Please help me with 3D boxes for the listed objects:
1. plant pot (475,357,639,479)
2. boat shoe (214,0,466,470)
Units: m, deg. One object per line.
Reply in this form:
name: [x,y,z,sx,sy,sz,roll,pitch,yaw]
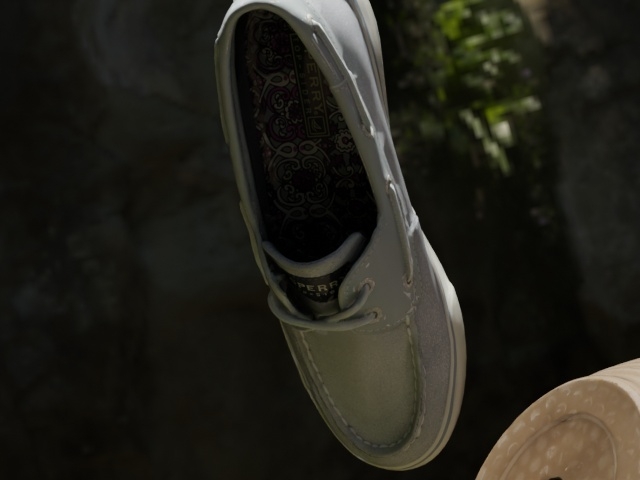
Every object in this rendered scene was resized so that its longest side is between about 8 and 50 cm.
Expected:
plant pot: [0.138,0.134,0.792,0.110,0.237,0.237,32,-43,-25]
boat shoe: [0.001,-0.001,0.756,0.079,0.227,0.081,-8,16,22]
